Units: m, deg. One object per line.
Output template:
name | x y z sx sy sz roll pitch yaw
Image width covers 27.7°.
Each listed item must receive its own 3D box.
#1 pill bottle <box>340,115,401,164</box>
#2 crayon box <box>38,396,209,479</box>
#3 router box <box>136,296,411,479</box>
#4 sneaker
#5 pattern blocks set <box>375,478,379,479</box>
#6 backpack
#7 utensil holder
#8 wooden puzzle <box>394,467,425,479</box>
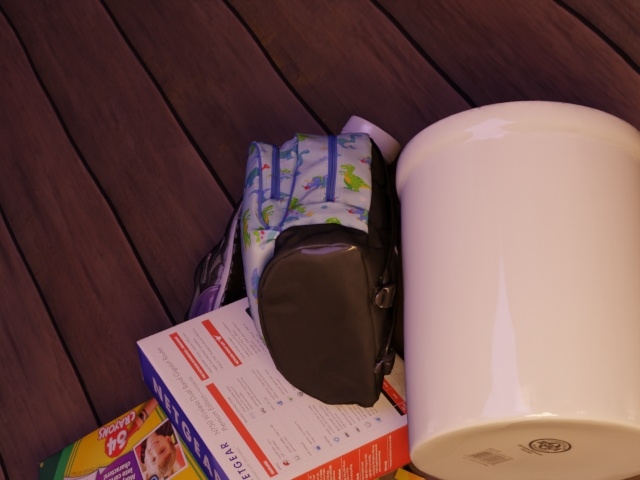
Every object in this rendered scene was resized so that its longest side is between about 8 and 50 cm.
pill bottle | 0.025 -0.073 1.964 0.124 0.124 0.221 29 85 43
crayon box | -0.259 0.410 1.902 0.363 0.106 0.313 -31 48 28
router box | -0.046 0.208 1.781 0.301 0.082 0.335 -21 44 -21
sneaker | -0.146 0.024 2.059 0.124 0.107 0.283 2 68 45
pattern blocks set | -0.036 0.393 1.819 0.285 0.026 0.324 -18 57 30
backpack | 0.000 0.000 1.732 0.273 0.290 0.355 5 42 15
utensil holder | 0.257 0.077 1.572 0.328 0.328 0.385 -16 59 30
wooden puzzle | 0.116 0.365 1.729 0.079 0.014 0.116 3 68 43
